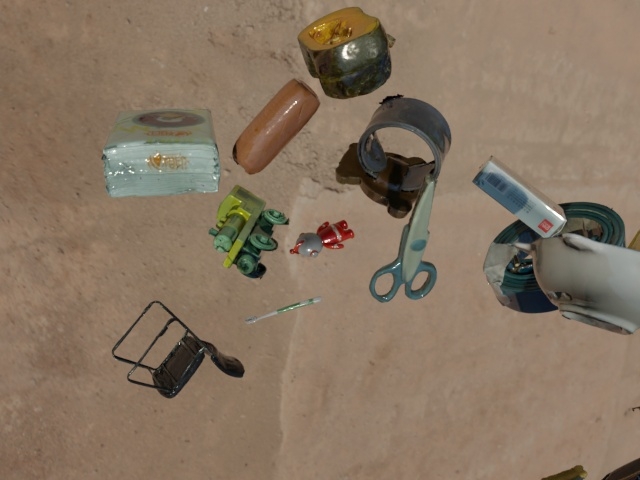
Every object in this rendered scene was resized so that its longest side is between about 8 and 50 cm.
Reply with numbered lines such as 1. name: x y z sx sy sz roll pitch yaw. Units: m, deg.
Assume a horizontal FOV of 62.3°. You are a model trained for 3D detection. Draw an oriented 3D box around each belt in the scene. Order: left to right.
1. belt: 0.744 0.053 1.696 0.436 0.300 0.173 -23 134 12

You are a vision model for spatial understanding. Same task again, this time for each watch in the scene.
1. watch: 0.243 -0.300 1.751 0.327 0.335 0.314 104 13 -48

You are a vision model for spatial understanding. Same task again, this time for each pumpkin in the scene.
1. pumpkin: 0.074 -0.475 1.309 0.221 0.317 0.139 -25 123 0

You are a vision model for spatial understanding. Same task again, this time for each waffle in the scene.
1. waffle: 0.478 0.558 1.077 0.125 0.032 0.191 -4 108 -29

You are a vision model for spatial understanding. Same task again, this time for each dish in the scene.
1. dish: 0.363 0.067 0.704 0.086 0.227 0.236 -70 159 -7

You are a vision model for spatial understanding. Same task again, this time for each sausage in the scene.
1. sausage: -0.133 -0.320 1.508 0.304 0.121 0.121 -46 131 13

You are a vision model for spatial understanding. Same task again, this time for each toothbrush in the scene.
1. toothbrush: -0.118 0.220 1.680 0.257 0.018 0.024 -17 143 2

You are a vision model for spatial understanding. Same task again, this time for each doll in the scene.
1. doll: 0.000 0.000 1.929 0.245 0.142 0.076 -25 138 -12

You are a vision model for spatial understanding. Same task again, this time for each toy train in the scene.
1. toy train: -0.244 -0.027 1.708 0.237 0.369 0.150 29 115 -7

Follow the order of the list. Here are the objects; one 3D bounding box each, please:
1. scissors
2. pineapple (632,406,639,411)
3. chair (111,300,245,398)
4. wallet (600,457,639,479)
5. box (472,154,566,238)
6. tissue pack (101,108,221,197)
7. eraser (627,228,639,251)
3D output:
1. scissors: 0.170 0.005 0.966 0.137 0.041 0.289 -3 130 -13
2. pineapple: 0.841 0.315 1.003 0.286 0.344 0.209 4 106 -40
3. chair: -0.288 0.251 1.096 0.221 0.140 0.145 44 76 -32
4. wallet: 0.615 0.410 0.827 0.262 0.221 0.071 -52 171 33
5. box: 0.557 -0.124 1.482 0.079 0.269 0.135 -53 173 26
6. tissue pack: -0.433 -0.256 1.468 0.287 0.388 0.162 -5 117 -13
7. eraser: 0.662 0.062 1.090 0.226 0.069 0.158 -56 164 -3
